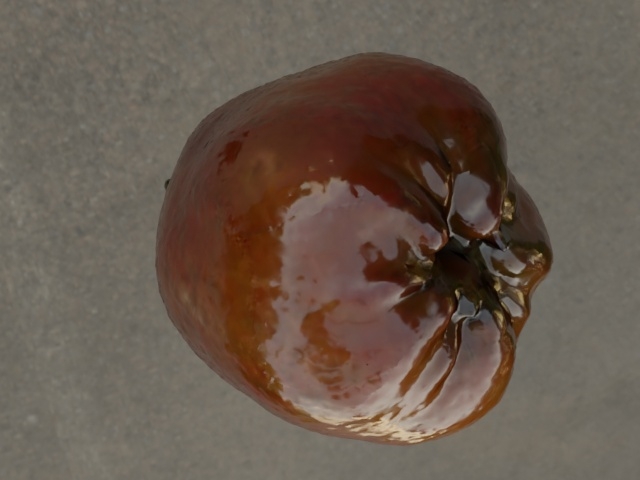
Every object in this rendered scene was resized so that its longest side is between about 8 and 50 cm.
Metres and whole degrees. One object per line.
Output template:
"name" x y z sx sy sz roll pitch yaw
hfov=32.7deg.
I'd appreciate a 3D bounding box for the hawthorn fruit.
"hawthorn fruit" 0.000 0.000 0.653 0.224 0.261 0.224 -10 104 -44
